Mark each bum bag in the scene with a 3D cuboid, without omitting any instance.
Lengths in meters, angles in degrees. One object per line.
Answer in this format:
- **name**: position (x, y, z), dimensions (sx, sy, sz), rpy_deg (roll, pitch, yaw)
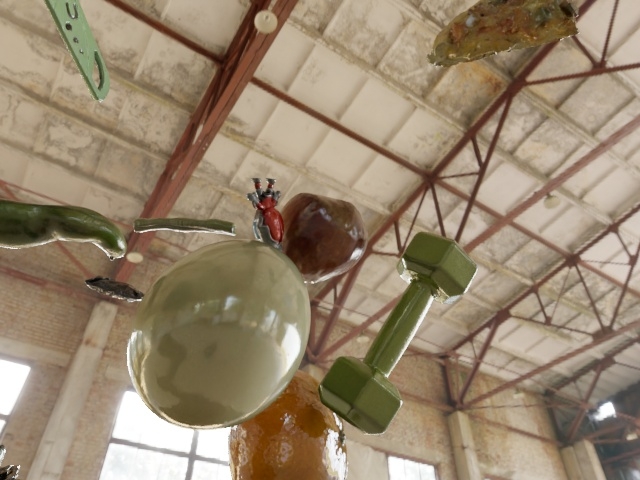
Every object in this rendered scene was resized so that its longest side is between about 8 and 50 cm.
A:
- **bum bag**: position (-0.409, 0.099, 0.981), dimensions (0.124, 0.034, 0.058), rpy_deg (19, -5, 1)

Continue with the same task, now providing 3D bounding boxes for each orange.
- **orange**: position (-0.044, 0.322, 0.757), dimensions (0.171, 0.240, 0.240), rpy_deg (-8, -43, 7)

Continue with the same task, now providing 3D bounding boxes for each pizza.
- **pizza**: position (0.292, -0.336, 0.723), dimensions (0.292, 0.197, 0.058), rpy_deg (-31, -53, -7)

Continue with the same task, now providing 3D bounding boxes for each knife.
- **knife**: position (-0.177, -0.188, 0.300), dimensions (0.014, 0.030, 0.207), rpy_deg (0, -56, 20)

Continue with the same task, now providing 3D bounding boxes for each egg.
- **egg**: position (-0.106, 0.097, 0.552), dimensions (0.186, 0.242, 0.186), rpy_deg (9, -56, 14)

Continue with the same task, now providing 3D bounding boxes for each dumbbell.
- **dumbbell**: position (0.115, 0.127, 0.709), dimensions (0.108, 0.302, 0.121), rpy_deg (32, -20, 9)

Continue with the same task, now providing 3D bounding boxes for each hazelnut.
- **hazelnut**: position (0.000, 0.000, 0.733), dimensions (0.143, 0.143, 0.154), rpy_deg (-26, -18, 25)

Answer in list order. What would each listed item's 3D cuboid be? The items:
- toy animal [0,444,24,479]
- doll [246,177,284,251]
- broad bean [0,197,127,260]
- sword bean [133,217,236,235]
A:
- **toy animal**: position (-0.259, 0.165, 0.288), dimensions (0.073, 0.176, 0.217), rpy_deg (29, -55, 11)
- **doll**: position (-0.070, -0.026, 0.641), dimensions (0.039, 0.057, 0.114), rpy_deg (-8, -86, 6)
- **broad bean**: position (-0.344, -0.018, 0.587), dimensions (0.213, 0.048, 0.070), rpy_deg (14, -56, -23)
- **sword bean**: position (-0.331, -0.036, 1.176), dimensions (0.269, 0.038, 0.043), rpy_deg (2, -59, 12)
